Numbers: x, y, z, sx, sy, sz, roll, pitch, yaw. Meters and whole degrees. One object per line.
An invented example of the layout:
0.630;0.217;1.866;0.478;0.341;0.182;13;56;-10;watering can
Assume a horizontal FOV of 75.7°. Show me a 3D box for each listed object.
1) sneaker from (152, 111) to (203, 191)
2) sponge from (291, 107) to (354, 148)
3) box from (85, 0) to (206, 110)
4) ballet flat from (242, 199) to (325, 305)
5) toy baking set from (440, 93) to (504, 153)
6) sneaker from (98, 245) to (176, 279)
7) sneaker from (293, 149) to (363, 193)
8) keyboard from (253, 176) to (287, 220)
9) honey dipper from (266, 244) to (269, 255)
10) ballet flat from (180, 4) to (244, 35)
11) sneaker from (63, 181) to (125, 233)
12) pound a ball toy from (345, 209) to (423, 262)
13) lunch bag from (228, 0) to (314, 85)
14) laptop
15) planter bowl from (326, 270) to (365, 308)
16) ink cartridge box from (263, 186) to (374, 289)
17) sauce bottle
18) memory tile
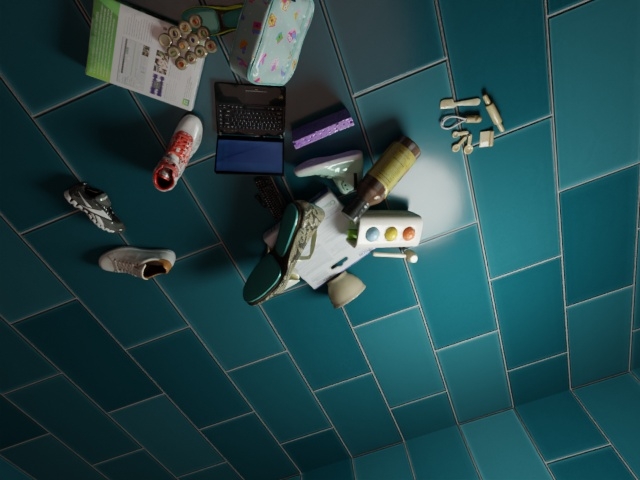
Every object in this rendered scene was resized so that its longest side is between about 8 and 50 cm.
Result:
-0.473;-0.286;1.370;0.090;0.145;0.270;28;114;-21;sneaker
0.003;-0.379;1.383;0.209;0.117;0.031;-21;123;7;sponge
-0.524;-0.564;1.250;0.321;0.059;0.233;16;118;-17;box
-0.120;0.068;1.551;0.181;0.164;0.483;10;121;-38;ballet flat
0.539;-0.420;1.468;0.196;0.030;0.256;-31;119;12;toy baking set
-0.719;0.091;1.585;0.289;0.123;0.106;-4;123;-2;sneaker
0.037;-0.226;1.489;0.255;0.094;0.151;-12;118;-1;sneaker
-0.191;-0.154;1.538;0.108;0.023;0.180;-14;118;23;keyboard
-0.214;0.069;1.683;0.030;0.030;0.161;4;117;-9;honey dipper
-0.288;-0.649;1.209;0.230;0.077;0.077;-3;120;3;ballet flat
-0.788;-0.119;1.475;0.106;0.078;0.234;-36;116;18;sneaker
0.263;-0.003;1.583;0.318;0.136;0.209;0;110;-22;pound a ball toy
-0.131;-0.595;1.187;0.107;0.224;0.279;38;120;19;lunch bag
-0.232;-0.363;1.355;0.233;0.137;0.265;1;121;-8;laptop
0.093;0.194;1.730;0.162;0.162;0.109;-36;92;15;planter bowl
0.000;0.000;1.641;0.324;0.072;0.330;-35;122;13;ink cartridge box
0.206;-0.209;1.449;0.111;0.111;0.344;42;88;-26;sauce bottle
-0.388;-0.578;1.204;0.147;0.012;0.113;-22;122;16;memory tile
